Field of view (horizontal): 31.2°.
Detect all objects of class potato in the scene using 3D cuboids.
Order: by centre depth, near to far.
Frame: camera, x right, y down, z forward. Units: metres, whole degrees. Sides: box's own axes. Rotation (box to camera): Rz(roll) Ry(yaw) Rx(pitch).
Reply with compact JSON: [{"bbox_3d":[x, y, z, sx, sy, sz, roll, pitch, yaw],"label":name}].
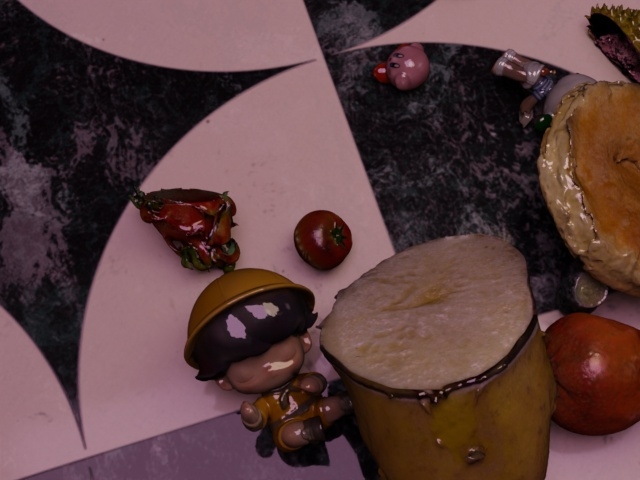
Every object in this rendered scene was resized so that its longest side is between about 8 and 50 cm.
[{"bbox_3d":[0.167,0.213,1.507,0.290,0.397,0.295,-14,114,3],"label":"potato"}]

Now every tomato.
[{"bbox_3d":[0.000,0.000,1.647,0.075,0.087,0.087,-15,69,45],"label":"tomato"}]

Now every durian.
[{"bbox_3d":[0.497,-0.310,1.726,0.108,0.119,0.186,-34,70,-6],"label":"durian"}]

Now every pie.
[{"bbox_3d":[0.440,-0.075,1.583,0.340,0.083,0.339,12,67,-30],"label":"pie"}]

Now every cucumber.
[{"bbox_3d":[0.362,0.071,1.591,0.064,0.112,0.064,0,76,0],"label":"cucumber"}]

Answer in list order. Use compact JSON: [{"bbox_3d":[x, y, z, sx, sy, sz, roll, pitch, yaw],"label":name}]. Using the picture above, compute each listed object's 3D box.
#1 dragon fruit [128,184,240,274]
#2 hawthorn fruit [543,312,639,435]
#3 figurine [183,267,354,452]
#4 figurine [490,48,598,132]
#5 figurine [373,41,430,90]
[{"bbox_3d":[-0.184,-0.024,1.644,0.138,0.142,0.175,-24,90,-43],"label":"dragon fruit"},{"bbox_3d":[0.425,0.173,1.557,0.286,0.165,0.165,-3,67,-25],"label":"hawthorn fruit"},{"bbox_3d":[-0.074,0.161,1.547,0.192,0.167,0.256,-26,92,-21],"label":"figurine"},{"bbox_3d":[0.348,-0.214,1.714,0.197,0.093,0.147,26,50,20],"label":"figurine"},{"bbox_3d":[0.134,-0.266,1.751,0.067,0.071,0.083,37,79,-28],"label":"figurine"}]
